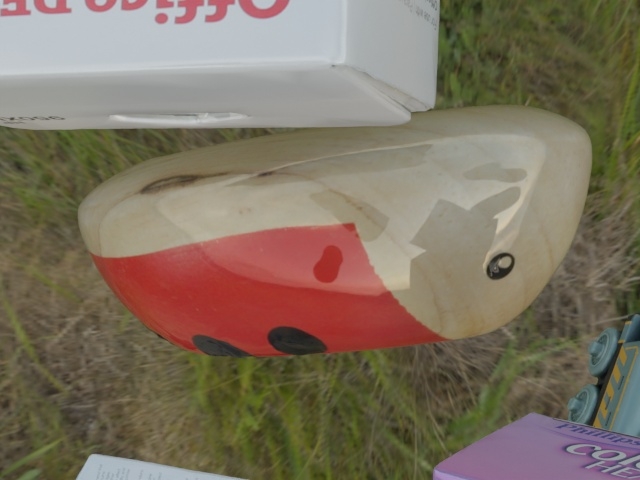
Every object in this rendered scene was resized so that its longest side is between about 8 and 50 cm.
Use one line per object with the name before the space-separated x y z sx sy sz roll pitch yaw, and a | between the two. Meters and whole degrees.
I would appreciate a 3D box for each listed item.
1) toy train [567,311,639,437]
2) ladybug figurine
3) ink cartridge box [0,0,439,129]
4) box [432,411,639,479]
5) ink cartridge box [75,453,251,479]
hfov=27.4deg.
toy train | 0.427 0.251 1.820 0.142 0.190 0.334 26 78 -8
ladybug figurine | 0.000 0.000 1.015 0.449 0.305 0.161 -6 92 41
ink cartridge box | -0.086 -0.267 0.723 0.285 0.166 0.394 0 87 20
box | 0.188 0.250 0.780 0.214 0.117 0.243 8 106 40
ink cartridge box | -0.171 0.330 1.540 0.330 0.324 0.071 10 66 7
